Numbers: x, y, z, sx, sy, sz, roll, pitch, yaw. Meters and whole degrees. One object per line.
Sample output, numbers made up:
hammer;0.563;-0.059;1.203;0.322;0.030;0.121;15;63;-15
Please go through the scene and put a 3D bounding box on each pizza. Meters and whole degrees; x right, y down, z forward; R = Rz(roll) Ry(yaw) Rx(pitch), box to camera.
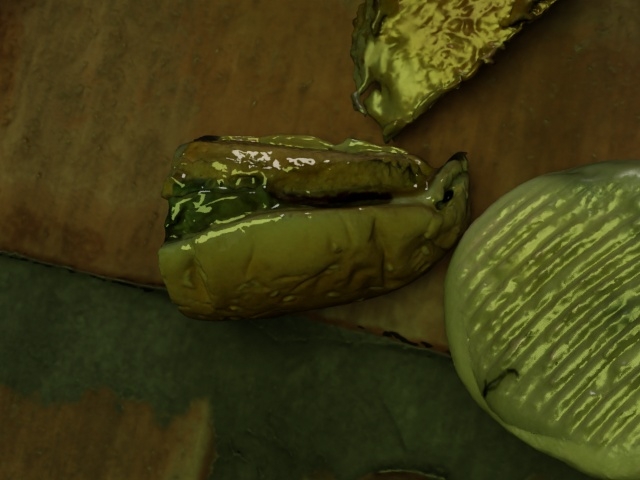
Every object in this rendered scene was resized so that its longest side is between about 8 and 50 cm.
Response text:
pizza;0.097;-0.215;0.921;0.189;0.071;0.297;4;85;13

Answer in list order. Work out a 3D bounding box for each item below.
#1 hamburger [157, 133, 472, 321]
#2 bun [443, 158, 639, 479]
hamburger;0.000;0.000;0.881;0.207;0.155;0.135;3;104;4
bun;0.201;0.052;0.841;0.237;0.116;0.210;40;96;29
